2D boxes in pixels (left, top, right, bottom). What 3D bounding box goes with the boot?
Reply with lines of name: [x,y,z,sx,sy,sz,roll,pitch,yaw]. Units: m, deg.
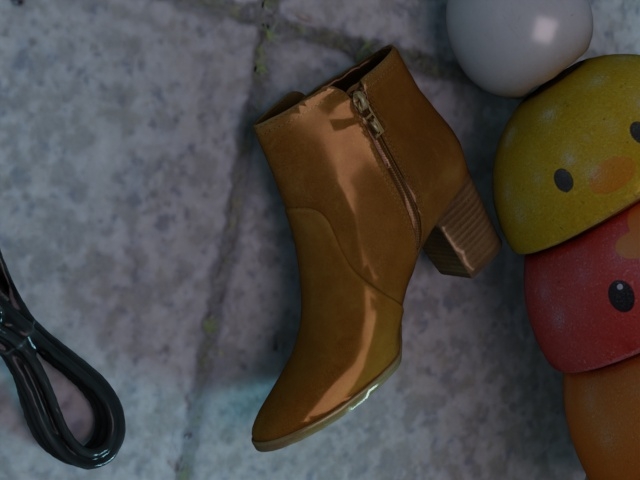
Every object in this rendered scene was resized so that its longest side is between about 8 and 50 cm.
boot: [0.001,-0.001,1.198,0.295,0.104,0.211,-44,110,-25]

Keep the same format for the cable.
cable: [-0.243,0.053,1.093,0.287,0.072,0.139,43,56,-39]

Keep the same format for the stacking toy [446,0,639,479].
stacking toy: [0.252,-0.028,1.264,0.350,0.350,0.480,-39,95,-21]
